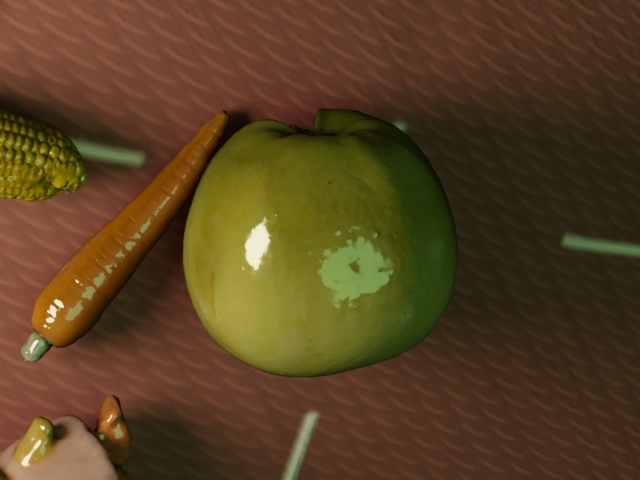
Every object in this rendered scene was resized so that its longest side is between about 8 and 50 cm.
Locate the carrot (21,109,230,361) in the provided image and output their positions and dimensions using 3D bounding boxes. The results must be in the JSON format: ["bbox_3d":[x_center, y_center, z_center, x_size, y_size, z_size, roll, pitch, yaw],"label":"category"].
[{"bbox_3d":[-0.201,-0.004,1.836,0.336,0.069,0.069,-51,122,-8],"label":"carrot"}]

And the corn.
[{"bbox_3d":[-0.349,-0.092,1.703,0.261,0.097,0.097,15,103,-30],"label":"corn"}]

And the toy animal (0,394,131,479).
[{"bbox_3d":[-0.318,0.284,1.822,0.281,0.169,0.195,-14,123,-22],"label":"toy animal"}]

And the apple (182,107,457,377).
[{"bbox_3d":[0.000,0.000,1.819,0.292,0.292,0.254,-12,112,-22],"label":"apple"}]
